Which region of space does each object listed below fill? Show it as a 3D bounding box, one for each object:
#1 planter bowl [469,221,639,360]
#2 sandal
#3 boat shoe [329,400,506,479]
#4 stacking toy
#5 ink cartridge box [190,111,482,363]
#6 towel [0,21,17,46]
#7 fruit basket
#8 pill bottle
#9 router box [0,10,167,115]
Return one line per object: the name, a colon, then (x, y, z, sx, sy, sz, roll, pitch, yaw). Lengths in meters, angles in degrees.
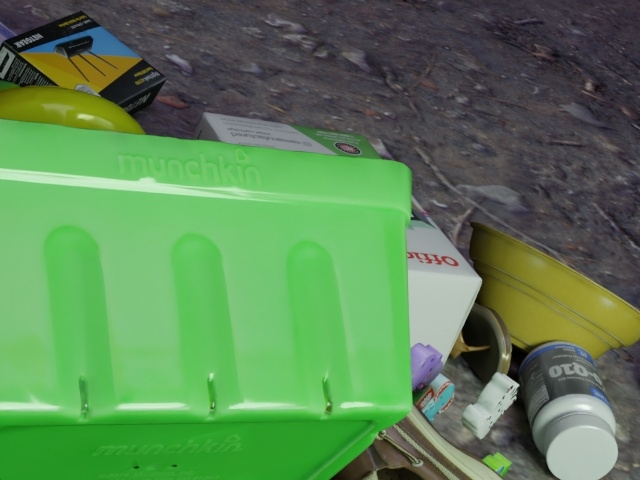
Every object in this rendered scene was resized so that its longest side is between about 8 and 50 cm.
planter bowl: (0.224, 0.073, 1.495, 0.217, 0.090, 0.217, 30, -2, 1)
sandal: (0.134, 0.084, 1.469, 0.049, 0.072, 0.180, -8, 35, -23)
boat shoe: (0.045, 0.177, 1.183, 0.257, 0.095, 0.095, 31, 33, 16)
stacking toy: (0.090, 0.119, 1.248, 0.167, 0.052, 0.221, 37, -13, 23)
ink cartridge box: (0.000, 0.000, 1.456, 0.201, 0.117, 0.278, 6, 31, -32)
towel: (-0.476, -0.231, 1.613, 0.209, 0.034, 0.285, 36, 30, 21)
fruit basket: (-0.154, -0.002, 0.975, 0.392, 0.283, 0.392, 20, 48, -23)
pill bottle: (0.232, 0.161, 1.382, 0.078, 0.078, 0.137, 18, 26, -11)
router box: (-0.268, -0.186, 1.654, 0.133, 0.046, 0.179, 38, 27, 3)
